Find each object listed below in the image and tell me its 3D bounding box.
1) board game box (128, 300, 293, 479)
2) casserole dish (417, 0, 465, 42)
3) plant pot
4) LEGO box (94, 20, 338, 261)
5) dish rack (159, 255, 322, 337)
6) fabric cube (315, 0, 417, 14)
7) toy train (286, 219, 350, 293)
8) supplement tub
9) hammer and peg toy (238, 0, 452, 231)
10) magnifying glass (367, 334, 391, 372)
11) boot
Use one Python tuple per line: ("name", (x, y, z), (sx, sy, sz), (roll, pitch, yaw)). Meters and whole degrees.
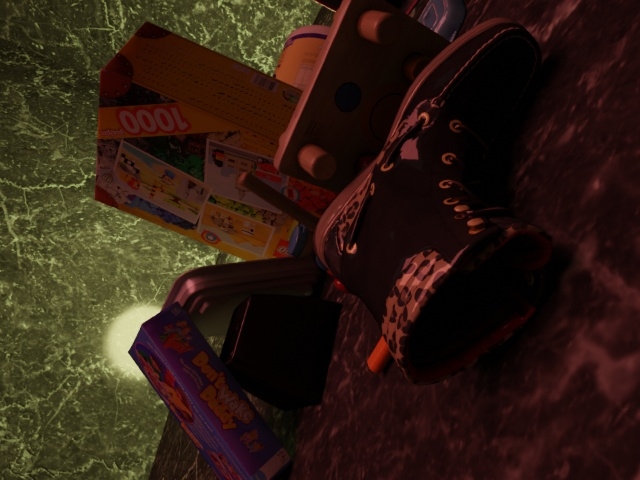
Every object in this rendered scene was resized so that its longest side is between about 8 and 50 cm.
("board game box", (-0.220, 0.304, 1.039), (0.078, 0.347, 0.233), (-35, -4, -32))
("casserole dish", (0.222, -0.414, 1.048), (0.114, 0.037, 0.188), (-56, 18, 37))
("plant pot", (-0.088, 0.198, 1.030), (0.188, 0.167, 0.187), (-40, 32, 58))
("LEGO box", (-0.199, -0.168, 1.183), (0.372, 0.500, 0.193), (119, 171, -48))
("dish rack", (-0.166, 0.137, 1.182), (0.285, 0.332, 0.072), (-51, 53, 48))
("fabric cube", (0.141, -0.709, 1.323), (0.259, 0.254, 0.258), (-39, 30, 62))
("toy train", (0.000, 0.000, 1.037), (0.105, 0.143, 0.248), (-65, 15, 9))
("supplement tub", (-0.020, -0.334, 1.383), (0.241, 0.241, 0.331), (-26, 44, 68))
("hammer and peg toy", (0.063, -0.128, 0.778), (0.361, 0.266, 0.127), (-63, 34, 14))
("magnifying glass", (0.124, 0.078, 0.729), (0.092, 0.026, 0.231), (-106, 40, -66))
("boot", (0.153, -0.053, 0.599), (0.377, 0.138, 0.284), (-49, 28, 12))
